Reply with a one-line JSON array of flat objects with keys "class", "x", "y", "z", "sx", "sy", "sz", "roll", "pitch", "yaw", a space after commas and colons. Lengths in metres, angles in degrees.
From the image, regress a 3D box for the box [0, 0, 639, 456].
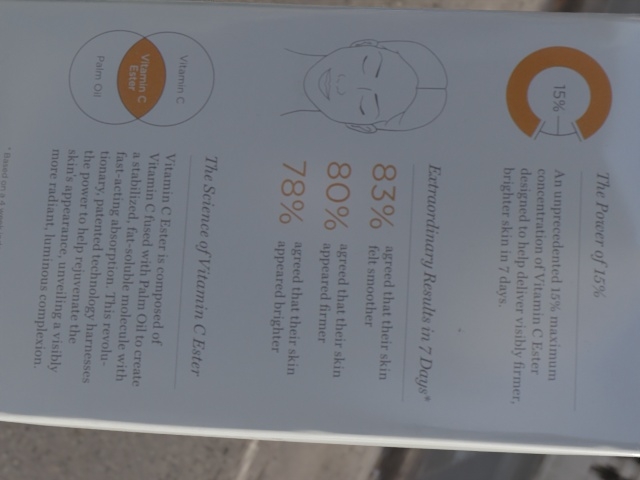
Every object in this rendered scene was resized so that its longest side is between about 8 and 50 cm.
[{"class": "box", "x": 0.000, "y": 0.000, "z": 0.723, "sx": 0.168, "sy": 0.345, "sz": 0.215, "roll": 64, "pitch": 30, "yaw": -80}]
